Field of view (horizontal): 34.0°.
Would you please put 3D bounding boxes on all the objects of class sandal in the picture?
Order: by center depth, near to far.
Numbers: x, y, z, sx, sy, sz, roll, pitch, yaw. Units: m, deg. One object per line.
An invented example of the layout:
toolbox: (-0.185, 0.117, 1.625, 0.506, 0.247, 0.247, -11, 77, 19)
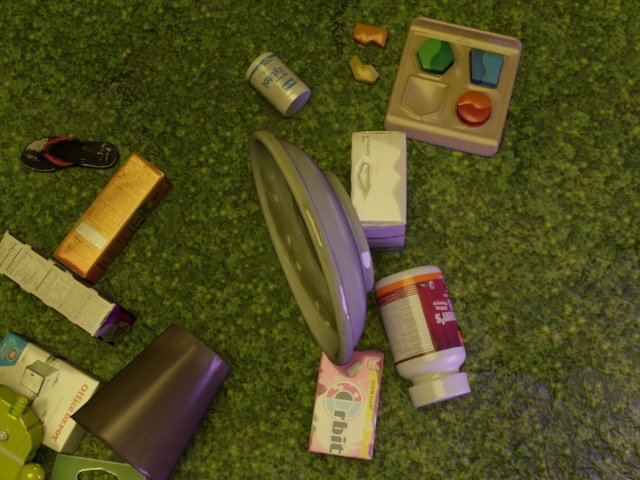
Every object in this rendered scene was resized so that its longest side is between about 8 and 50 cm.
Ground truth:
sandal: (-0.462, -0.162, 1.916, 0.179, 0.040, 0.067, 0, 79, 3)

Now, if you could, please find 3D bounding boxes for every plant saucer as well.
plant saucer: (0.000, 0.000, 1.682, 0.100, 0.400, 0.400, -20, 78, -11)

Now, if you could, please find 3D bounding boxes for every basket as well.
basket: (-0.269, 0.268, 1.760, 0.204, 0.154, 0.227, 45, 74, -21)

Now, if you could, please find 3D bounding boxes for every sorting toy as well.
sorting toy: (0.195, -0.295, 1.905, 0.307, 0.041, 0.229, 14, 79, 6)

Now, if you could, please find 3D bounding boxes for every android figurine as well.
android figurine: (-0.570, 0.351, 1.756, 0.248, 0.056, 0.273, 34, 109, 7)

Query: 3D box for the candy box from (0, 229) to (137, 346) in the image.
candy box: (-0.444, 0.086, 1.804, 0.233, 0.159, 0.071, 33, 82, 10)

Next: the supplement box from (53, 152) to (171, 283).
supplement box: (-0.368, -0.039, 1.868, 0.080, 0.078, 0.233, 34, 83, 9)

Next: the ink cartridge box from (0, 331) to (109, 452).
ink cartridge box: (-0.483, 0.263, 1.811, 0.190, 0.082, 0.139, 26, 81, 10)

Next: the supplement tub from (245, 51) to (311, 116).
supplement tub: (-0.077, -0.284, 1.904, 0.071, 0.071, 0.107, -45, 79, -6)

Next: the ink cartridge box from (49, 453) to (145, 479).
ink cartridge box: (-0.396, 0.492, 1.774, 0.171, 0.056, 0.235, 7, 55, 4)

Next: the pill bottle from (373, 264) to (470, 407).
pill bottle: (0.175, 0.163, 1.772, 0.121, 0.121, 0.221, -16, 78, 0)

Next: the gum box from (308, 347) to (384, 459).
gum box: (0.046, 0.273, 1.786, 0.107, 0.062, 0.188, 7, 79, 4)

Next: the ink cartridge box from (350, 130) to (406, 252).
ink cartridge box: (0.099, -0.078, 1.775, 0.092, 0.219, 0.160, 0, 79, 3)
